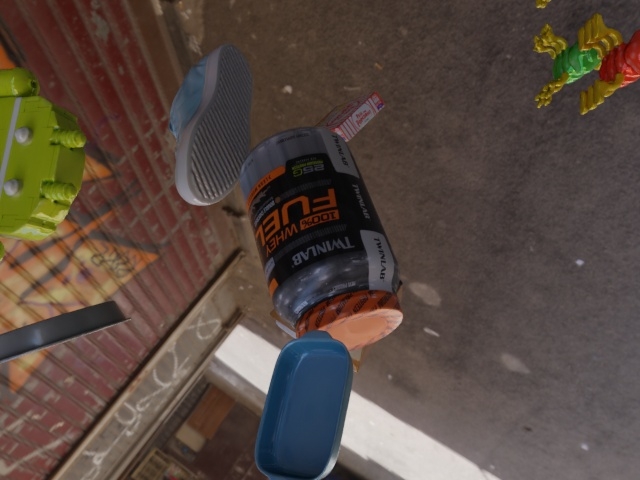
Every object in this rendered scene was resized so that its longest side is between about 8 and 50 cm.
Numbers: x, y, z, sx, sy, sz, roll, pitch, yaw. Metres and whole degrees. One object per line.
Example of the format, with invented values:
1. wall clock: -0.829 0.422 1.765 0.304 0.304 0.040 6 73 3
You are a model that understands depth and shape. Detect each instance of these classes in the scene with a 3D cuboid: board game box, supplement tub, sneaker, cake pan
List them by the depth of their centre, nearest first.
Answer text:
1. supplement tub: 0.000 0.000 0.906 0.207 0.207 0.338 88 164 -60
2. sneaker: -0.222 -0.204 1.051 0.150 0.366 0.135 -19 137 33
3. cake pan: -0.549 0.190 1.159 0.293 0.293 0.054 -22 86 63
4. board game box: 0.056 -0.301 1.419 0.045 0.147 0.193 52 158 -20

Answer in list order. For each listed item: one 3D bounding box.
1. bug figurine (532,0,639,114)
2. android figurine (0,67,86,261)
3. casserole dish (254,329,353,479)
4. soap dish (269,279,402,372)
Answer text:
1. bug figurine: 0.295 -0.267 0.588 0.072 0.279 0.216 -1 180 -1
2. android figurine: -0.392 -0.087 0.669 0.272 0.248 0.056 4 170 22
3. casserole dish: -0.014 0.203 0.673 0.114 0.188 0.037 -6 149 35
4. soap dish: 0.054 0.142 1.288 0.229 0.291 0.118 33 125 10
